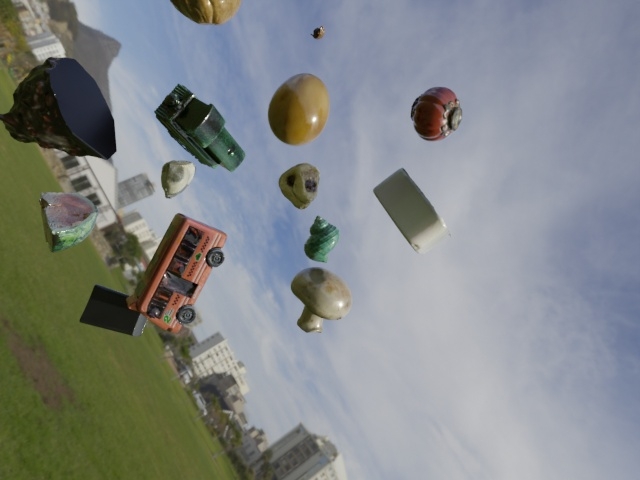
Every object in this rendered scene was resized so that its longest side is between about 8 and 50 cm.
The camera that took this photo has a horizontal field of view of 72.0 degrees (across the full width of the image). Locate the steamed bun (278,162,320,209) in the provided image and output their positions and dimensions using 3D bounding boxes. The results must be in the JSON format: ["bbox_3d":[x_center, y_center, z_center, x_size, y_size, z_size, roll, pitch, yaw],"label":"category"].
[{"bbox_3d":[-0.076,-0.207,1.785,0.172,0.141,0.155,-34,-118,40],"label":"steamed bun"}]

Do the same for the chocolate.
[{"bbox_3d":[-0.595,-0.276,0.966,0.224,0.177,0.206,69,8,-72],"label":"chocolate"}]

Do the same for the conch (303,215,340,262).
[{"bbox_3d":[-0.001,-0.003,1.943,0.196,0.134,0.202,24,-81,61],"label":"conch"}]

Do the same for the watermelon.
[{"bbox_3d":[-0.947,-0.063,1.627,0.305,0.224,0.180,41,-6,43],"label":"watermelon"}]

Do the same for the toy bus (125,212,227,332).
[{"bbox_3d":[-0.544,0.120,1.691,0.233,0.426,0.203,29,-5,-30],"label":"toy bus"}]

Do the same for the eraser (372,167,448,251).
[{"bbox_3d":[0.329,-0.109,1.605,0.331,0.150,0.331,51,14,-18],"label":"eraser"}]

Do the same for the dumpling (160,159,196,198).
[{"bbox_3d":[-0.658,-0.296,2.049,0.142,0.173,0.247,54,-39,17],"label":"dumpling"}]

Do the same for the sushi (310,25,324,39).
[{"bbox_3d":[-0.012,-1.024,2.173,0.099,0.047,0.050,-17,-106,51],"label":"sushi"}]

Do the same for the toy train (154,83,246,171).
[{"bbox_3d":[-0.362,-0.332,1.392,0.178,0.138,0.330,32,-9,27],"label":"toy train"}]

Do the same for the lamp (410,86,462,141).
[{"bbox_3d":[0.478,-0.528,1.844,0.227,0.227,0.227,47,-26,31],"label":"lamp"}]

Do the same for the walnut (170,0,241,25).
[{"bbox_3d":[-0.426,-0.945,1.591,0.277,0.252,0.313,26,-29,20],"label":"walnut"}]

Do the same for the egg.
[{"bbox_3d":[-0.085,-0.550,1.848,0.250,0.322,0.250,21,-19,8],"label":"egg"}]

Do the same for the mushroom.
[{"bbox_3d":[-0.016,0.275,2.000,0.298,0.290,0.297,31,7,-5],"label":"mushroom"}]

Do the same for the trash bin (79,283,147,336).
[{"bbox_3d":[-0.843,0.297,1.837,0.226,0.165,0.115,16,-16,4],"label":"trash bin"}]
